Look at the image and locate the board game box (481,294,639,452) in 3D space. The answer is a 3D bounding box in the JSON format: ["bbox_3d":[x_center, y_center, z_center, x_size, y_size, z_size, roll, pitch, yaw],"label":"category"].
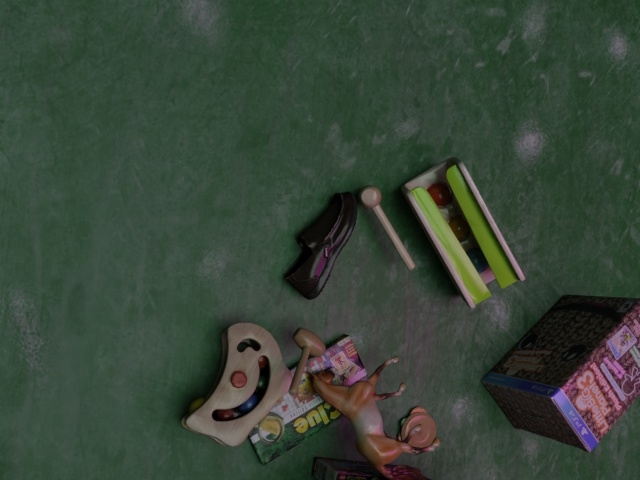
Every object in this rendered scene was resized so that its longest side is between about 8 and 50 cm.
[{"bbox_3d":[0.523,0.258,1.467,0.291,0.232,0.141,-40,102,-19],"label":"board game box"}]

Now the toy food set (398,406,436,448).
[{"bbox_3d":[0.196,0.386,1.445,0.082,0.020,0.083,-41,103,-18],"label":"toy food set"}]

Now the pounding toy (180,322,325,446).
[{"bbox_3d":[-0.126,0.227,1.234,0.154,0.155,0.269,45,68,-2],"label":"pounding toy"}]

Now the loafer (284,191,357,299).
[{"bbox_3d":[0.000,0.000,1.346,0.078,0.080,0.220,27,79,-19],"label":"loafer"}]

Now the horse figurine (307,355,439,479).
[{"bbox_3d":[0.107,0.333,1.315,0.174,0.066,0.263,-15,70,-27],"label":"horse figurine"}]

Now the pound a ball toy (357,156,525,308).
[{"bbox_3d":[0.234,-0.018,1.433,0.208,0.136,0.319,-31,100,6],"label":"pound a ball toy"}]

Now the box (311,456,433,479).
[{"bbox_3d":[0.099,0.450,1.354,0.207,0.114,0.036,13,83,-22],"label":"box"}]

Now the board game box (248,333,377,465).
[{"bbox_3d":[-0.027,0.298,1.355,0.260,0.030,0.136,-28,100,-20],"label":"board game box"}]
